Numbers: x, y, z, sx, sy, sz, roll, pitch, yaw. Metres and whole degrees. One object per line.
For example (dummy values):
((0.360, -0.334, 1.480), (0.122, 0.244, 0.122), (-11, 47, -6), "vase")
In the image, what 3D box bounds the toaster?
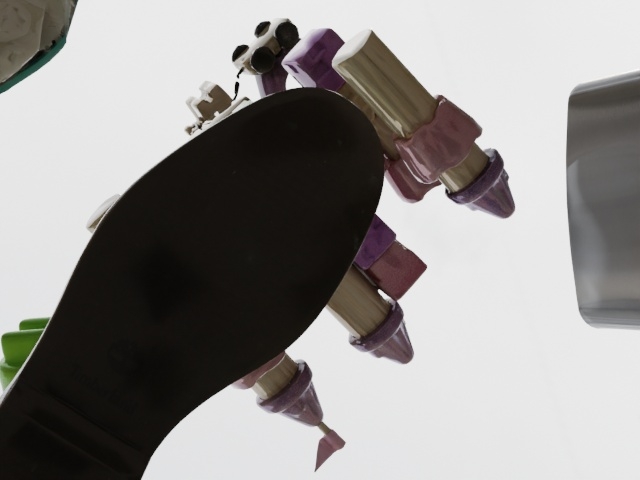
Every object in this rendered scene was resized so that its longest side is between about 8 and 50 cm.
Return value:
((0.243, -0.024, 1.202), (0.186, 0.110, 0.168), (-3, -92, -31), "toaster")

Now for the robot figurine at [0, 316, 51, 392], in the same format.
((-0.187, 0.112, 1.365), (0.101, 0.067, 0.115), (-42, -57, -61), "robot figurine")

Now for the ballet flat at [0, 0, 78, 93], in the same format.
((-0.360, -0.106, 1.270), (0.409, 0.147, 0.147), (-24, -109, 12), "ballet flat")

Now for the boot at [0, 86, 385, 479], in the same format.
((-0.089, 0.045, 0.979), (0.112, 0.115, 0.305), (41, -98, -9), "boot")

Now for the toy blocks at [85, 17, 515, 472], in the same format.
((0.000, 0.000, 1.610), (0.260, 0.309, 0.288), (45, -98, -19), "toy blocks")
